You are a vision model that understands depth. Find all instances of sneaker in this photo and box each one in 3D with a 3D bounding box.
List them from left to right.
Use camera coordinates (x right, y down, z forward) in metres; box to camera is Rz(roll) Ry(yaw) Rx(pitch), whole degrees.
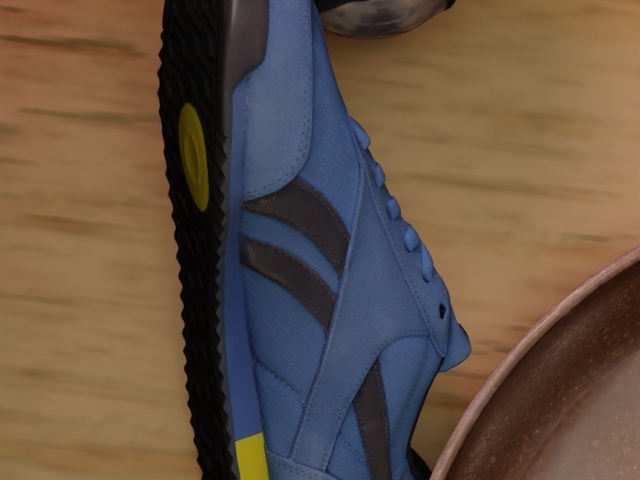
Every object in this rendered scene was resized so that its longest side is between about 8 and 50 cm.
[{"bbox_3d":[0.000,0.000,0.529,0.082,0.069,0.209,-11,121,-13],"label":"sneaker"}]

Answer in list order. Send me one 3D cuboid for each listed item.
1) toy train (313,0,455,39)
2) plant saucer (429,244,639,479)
[{"bbox_3d":[0.001,-0.232,0.522,0.142,0.190,0.334,-5,85,-3],"label":"toy train"},{"bbox_3d":[0.173,0.139,0.568,0.310,0.050,0.311,0,85,-4],"label":"plant saucer"}]
